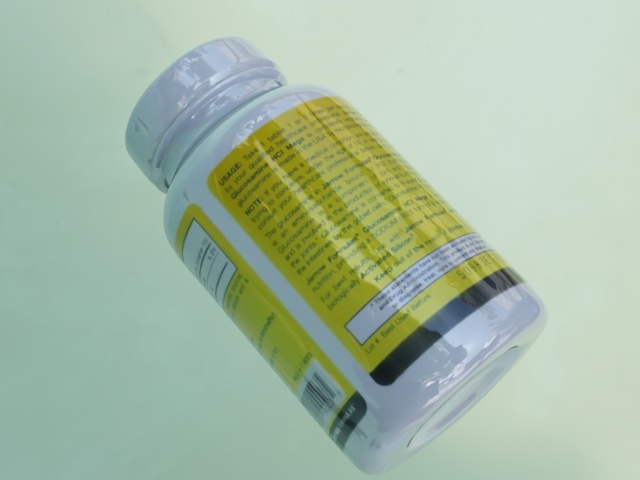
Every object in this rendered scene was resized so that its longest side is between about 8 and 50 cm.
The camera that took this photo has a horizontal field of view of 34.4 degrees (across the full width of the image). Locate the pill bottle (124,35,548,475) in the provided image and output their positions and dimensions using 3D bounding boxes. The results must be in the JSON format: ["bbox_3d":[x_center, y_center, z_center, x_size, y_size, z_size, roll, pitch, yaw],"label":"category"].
[{"bbox_3d":[0.000,0.000,0.809,0.188,0.188,0.334,-25,65,-42],"label":"pill bottle"}]
